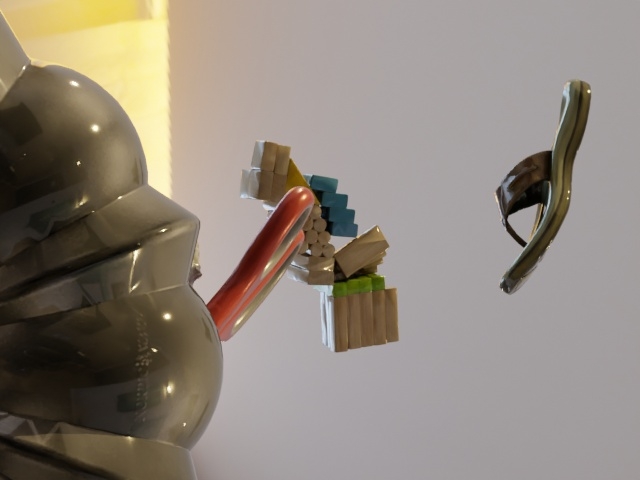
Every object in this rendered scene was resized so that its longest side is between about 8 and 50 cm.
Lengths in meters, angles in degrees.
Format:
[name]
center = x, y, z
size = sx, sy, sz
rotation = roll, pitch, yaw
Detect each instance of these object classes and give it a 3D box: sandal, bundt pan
[sandal]
center = 0.263, -0.069, 1.334
size = 0.086, 0.302, 0.120
rotation = 17, -23, 5
[bundt pan]
center = -0.177, 0.047, 0.378
size = 0.124, 0.331, 0.331
rotation = -16, -84, 62

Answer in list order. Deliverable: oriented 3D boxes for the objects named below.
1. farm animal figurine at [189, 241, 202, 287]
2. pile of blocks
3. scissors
[farm animal figurine]
center = -0.272, -0.063, 0.677
size = 0.327, 0.330, 0.172
rotation = 35, -66, 46
[pile of blocks]
center = 0.000, 0.000, 1.602
size = 0.362, 0.149, 0.112
rotation = 63, -17, -16
[scissors]
center = -0.081, 0.075, 0.643
size = 0.021, 0.297, 0.109
rotation = 33, -38, 4
